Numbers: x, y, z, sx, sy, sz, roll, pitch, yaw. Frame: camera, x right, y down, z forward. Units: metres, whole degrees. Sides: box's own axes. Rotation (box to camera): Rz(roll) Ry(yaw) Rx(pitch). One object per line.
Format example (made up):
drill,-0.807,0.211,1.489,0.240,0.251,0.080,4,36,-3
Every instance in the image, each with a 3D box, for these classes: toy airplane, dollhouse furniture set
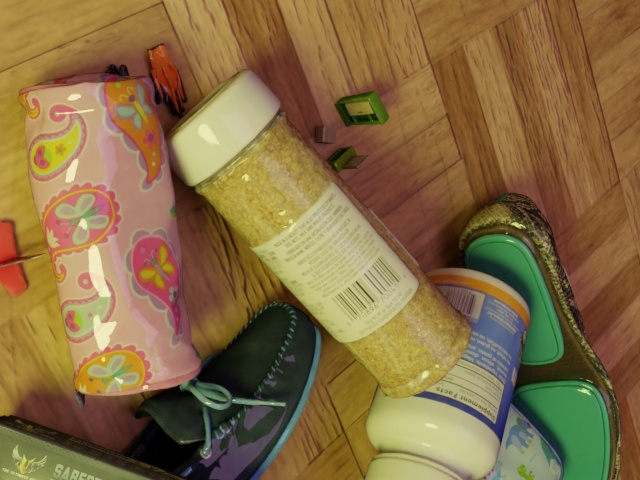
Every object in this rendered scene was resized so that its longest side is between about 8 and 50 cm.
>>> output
toy airplane,-0.303,0.029,0.723,0.151,0.028,0.151,-5,97,-41
dollhouse furniture set,0.008,-0.102,0.960,0.151,0.059,0.076,-46,119,-29

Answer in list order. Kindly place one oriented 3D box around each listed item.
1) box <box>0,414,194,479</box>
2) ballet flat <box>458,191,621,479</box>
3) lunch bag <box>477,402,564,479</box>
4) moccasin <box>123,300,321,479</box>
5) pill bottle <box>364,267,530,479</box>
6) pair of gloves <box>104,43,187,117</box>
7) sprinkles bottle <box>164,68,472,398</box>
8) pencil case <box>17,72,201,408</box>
box,-0.196,0.271,0.724,0.233,0.059,0.183,20,84,-3
ballet flat,0.317,0.154,1.192,0.182,0.164,0.482,-43,119,-53
lunch bag,0.188,0.301,1.090,0.219,0.090,0.176,-39,87,-32
moccasin,-0.121,0.190,0.820,0.117,0.138,0.342,46,63,-28
pill bottle,0.141,0.180,0.996,0.152,0.152,0.272,45,52,-33
pair of gloves,-0.168,-0.143,0.839,0.083,0.010,0.074,-33,116,-33
sprinkles bottle,0.000,0.000,0.867,0.355,0.121,0.121,48,62,-16
pencil case,-0.183,-0.003,0.764,0.124,0.124,0.284,-17,104,-39
